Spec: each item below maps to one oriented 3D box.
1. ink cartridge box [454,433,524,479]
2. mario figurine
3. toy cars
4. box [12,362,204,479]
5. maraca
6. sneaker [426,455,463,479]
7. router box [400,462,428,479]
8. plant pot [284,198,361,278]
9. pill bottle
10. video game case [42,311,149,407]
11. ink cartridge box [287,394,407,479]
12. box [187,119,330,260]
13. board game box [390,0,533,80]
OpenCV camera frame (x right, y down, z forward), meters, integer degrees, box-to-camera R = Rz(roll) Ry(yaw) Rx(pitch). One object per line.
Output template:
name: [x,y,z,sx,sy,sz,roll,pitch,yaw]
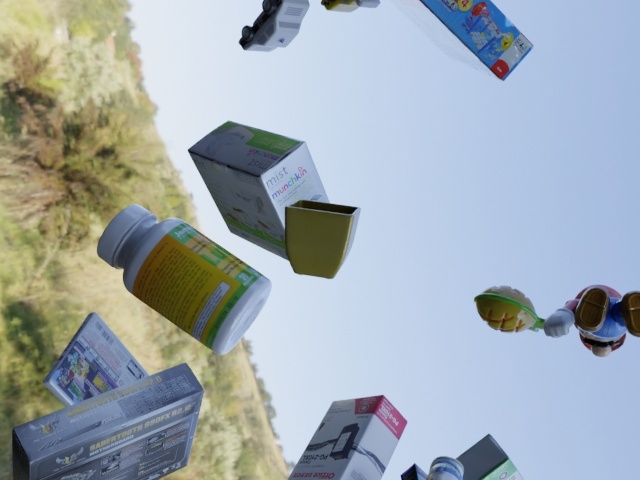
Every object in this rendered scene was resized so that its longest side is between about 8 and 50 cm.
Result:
ink cartridge box: [0.381,0.562,1.570,0.212,0.154,0.093,55,-3,-32]
mario figurine: [0.558,0.177,1.358,0.198,0.170,0.320,43,4,20]
toy cars: [-0.002,-0.511,1.552,0.176,0.394,0.087,47,19,-76]
box: [-0.275,0.272,0.912,0.056,0.231,0.183,46,-44,32]
maraca: [0.422,0.160,1.535,0.127,0.186,0.099,-19,-133,66]
sneaker: [0.142,0.341,0.857,0.059,0.053,0.144,-32,128,-75]
router box: [0.232,0.529,1.335,0.179,0.046,0.133,45,10,-11]
plant pot: [0.000,0.000,0.834,0.081,0.081,0.083,-43,141,-77]
pill bottle: [-0.209,0.051,1.059,0.246,0.136,0.136,33,-29,7]
video game case: [-0.440,0.276,1.396,0.201,0.023,0.183,61,31,-30]
ink cartridge box: [0.057,0.459,1.502,0.172,0.237,0.100,-22,-65,47]
box: [-0.117,-0.099,1.413,0.262,0.127,0.231,23,-35,46]
board game box: [0.226,-0.461,1.353,0.302,0.086,0.308,37,12,-22]
